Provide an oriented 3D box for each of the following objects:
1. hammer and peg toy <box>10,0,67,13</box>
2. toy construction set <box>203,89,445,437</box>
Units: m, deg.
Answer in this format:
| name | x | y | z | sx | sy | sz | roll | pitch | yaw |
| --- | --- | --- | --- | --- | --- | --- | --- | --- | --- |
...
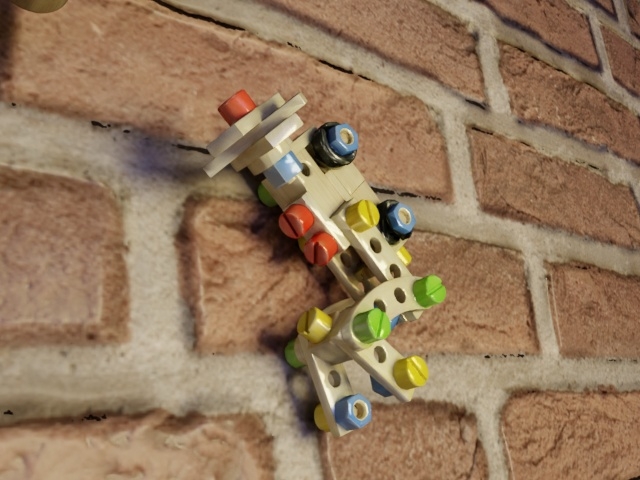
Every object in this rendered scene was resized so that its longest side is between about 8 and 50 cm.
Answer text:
| name | x | y | z | sx | sy | sz | roll | pitch | yaw |
| --- | --- | --- | --- | --- | --- | --- | --- | --- | --- |
| hammer and peg toy | -0.225 | -0.348 | 0.587 | 0.265 | 0.127 | 0.362 | -12 | 83 | -48 |
| toy construction set | 0.000 | 0.000 | 0.661 | 0.215 | 0.151 | 0.328 | -47 | 119 | -43 |
